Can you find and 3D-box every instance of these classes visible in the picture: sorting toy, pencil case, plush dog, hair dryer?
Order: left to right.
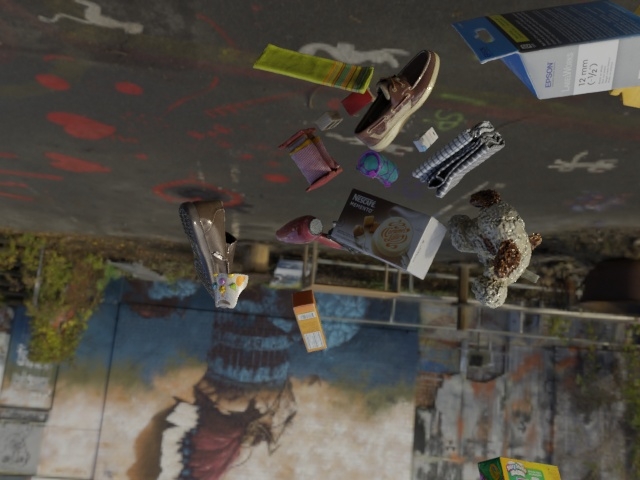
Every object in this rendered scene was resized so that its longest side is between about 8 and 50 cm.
[{"bbox_3d":[-0.208,0.110,1.309,0.083,0.075,0.045,-1,170,29],"label":"sorting toy"},{"bbox_3d":[0.000,0.000,1.751,0.294,0.080,0.223,11,156,17],"label":"hair dryer"},{"bbox_3d":[0.147,-0.181,1.506,0.065,0.070,0.152,-5,174,25],"label":"pencil case"},{"bbox_3d":[0.429,0.000,1.412,0.211,0.262,0.225,-20,153,8],"label":"plush dog"}]

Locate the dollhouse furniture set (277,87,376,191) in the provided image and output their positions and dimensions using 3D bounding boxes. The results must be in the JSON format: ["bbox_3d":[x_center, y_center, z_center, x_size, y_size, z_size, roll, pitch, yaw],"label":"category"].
[{"bbox_3d":[0.059,-0.366,2.132,0.374,0.201,0.152,-35,180,26],"label":"dollhouse furniture set"}]

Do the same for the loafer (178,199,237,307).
[{"bbox_3d":[-0.284,0.039,1.673,0.130,0.365,0.134,-25,-138,-20],"label":"loafer"}]

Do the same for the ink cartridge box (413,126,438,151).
[{"bbox_3d":[0.374,-0.359,2.114,0.048,0.083,0.028,54,157,-20],"label":"ink cartridge box"}]

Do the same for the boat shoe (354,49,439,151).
[{"bbox_3d":[0.222,-0.434,1.782,0.123,0.342,0.123,28,-166,-38],"label":"boat shoe"}]

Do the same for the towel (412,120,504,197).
[{"bbox_3d":[0.447,-0.259,1.880,0.235,0.121,0.284,-39,176,31],"label":"towel"}]

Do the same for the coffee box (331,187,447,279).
[{"bbox_3d":[0.166,-0.020,1.473,0.247,0.141,0.098,26,179,39],"label":"coffee box"}]

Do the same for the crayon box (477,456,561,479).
[{"bbox_3d":[0.569,0.705,1.653,0.279,0.165,0.081,21,140,-32],"label":"crayon box"}]

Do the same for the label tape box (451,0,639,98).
[{"bbox_3d":[0.471,-0.392,1.230,0.348,0.249,0.115,-9,125,2],"label":"label tape box"}]

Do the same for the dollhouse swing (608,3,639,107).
[{"bbox_3d":[0.981,-0.588,1.698,0.347,0.304,0.315,4,138,-18],"label":"dollhouse swing"}]

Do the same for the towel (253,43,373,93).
[{"bbox_3d":[-0.012,-0.359,1.239,0.237,0.102,0.021,15,131,5],"label":"towel"}]

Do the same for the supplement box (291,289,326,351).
[{"bbox_3d":[-0.038,0.282,2.069,0.080,0.078,0.233,-11,129,1],"label":"supplement box"}]
